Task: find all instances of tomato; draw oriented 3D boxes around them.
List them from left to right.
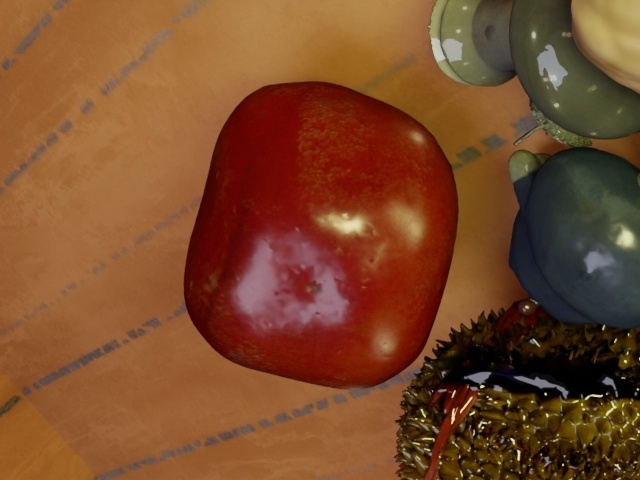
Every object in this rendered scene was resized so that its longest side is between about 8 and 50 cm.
[{"bbox_3d":[0.000,0.000,1.701,0.293,0.290,0.325,23,113,0],"label":"tomato"}]

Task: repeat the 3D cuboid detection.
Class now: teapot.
[{"bbox_3d":[0.206,-0.184,1.376,0.183,0.183,0.251,58,160,-21],"label":"teapot"}]

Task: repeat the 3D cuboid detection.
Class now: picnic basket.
[{"bbox_3d":[0.230,-0.119,1.518,0.083,0.065,0.083,52,124,9],"label":"picnic basket"}]

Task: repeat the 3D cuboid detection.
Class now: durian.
[{"bbox_3d":[0.246,0.225,1.673,0.384,0.348,0.347,23,145,53],"label":"durian"}]

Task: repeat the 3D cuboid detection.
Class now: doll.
[{"bbox_3d":[0.262,-0.002,1.488,0.228,0.154,0.258,47,165,3],"label":"doll"}]

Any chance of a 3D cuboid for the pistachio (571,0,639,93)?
[{"bbox_3d":[0.330,-0.201,1.126,0.318,0.193,0.213,-9,108,31],"label":"pistachio"}]
